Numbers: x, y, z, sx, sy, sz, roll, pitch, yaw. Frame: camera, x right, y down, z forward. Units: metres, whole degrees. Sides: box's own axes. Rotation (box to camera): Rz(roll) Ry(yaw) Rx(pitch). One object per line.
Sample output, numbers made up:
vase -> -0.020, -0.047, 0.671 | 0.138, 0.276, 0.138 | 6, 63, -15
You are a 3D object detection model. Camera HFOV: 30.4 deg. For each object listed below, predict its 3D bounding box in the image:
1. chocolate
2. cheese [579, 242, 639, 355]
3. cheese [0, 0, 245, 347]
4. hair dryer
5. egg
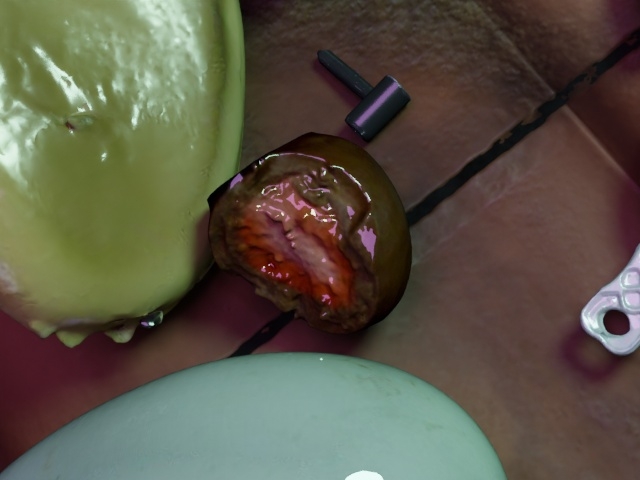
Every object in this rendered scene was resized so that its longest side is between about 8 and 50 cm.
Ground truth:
chocolate -> 0.000, 0.000, 0.792 | 0.127, 0.124, 0.133 | -30, 90, -25
cheese -> 0.252, -0.020, 0.752 | 0.137, 0.064, 0.227 | 41, 90, 24
cheese -> -0.169, -0.083, 0.822 | 0.260, 0.128, 0.315 | -2, 83, -21
hair dryer -> 0.023, -0.114, 0.869 | 0.047, 0.026, 0.083 | -44, 64, 0
egg -> -0.067, 0.192, 0.696 | 0.371, 0.230, 0.230 | -19, 70, 16
